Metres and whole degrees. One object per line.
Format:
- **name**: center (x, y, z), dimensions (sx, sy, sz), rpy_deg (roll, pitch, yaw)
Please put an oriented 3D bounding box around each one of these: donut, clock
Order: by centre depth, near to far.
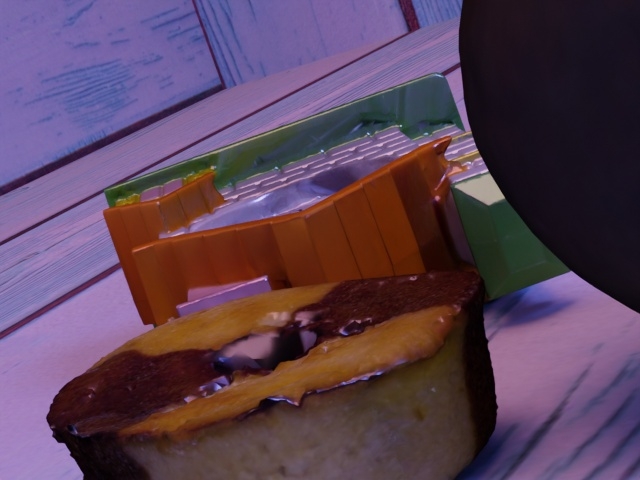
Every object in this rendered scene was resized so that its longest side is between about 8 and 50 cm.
- **donut**: center (-0.015, 0.068, 0.690), dimensions (0.184, 0.073, 0.166), rpy_deg (-13, 11, 30)
- **clock**: center (0.000, 0.000, 0.944), dimensions (0.219, 0.106, 0.255), rpy_deg (-20, 10, -2)

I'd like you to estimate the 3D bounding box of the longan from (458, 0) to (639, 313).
- **longan**: center (0.193, -0.080, 0.609), dimensions (0.300, 0.243, 0.300), rpy_deg (3, 1, 0)
